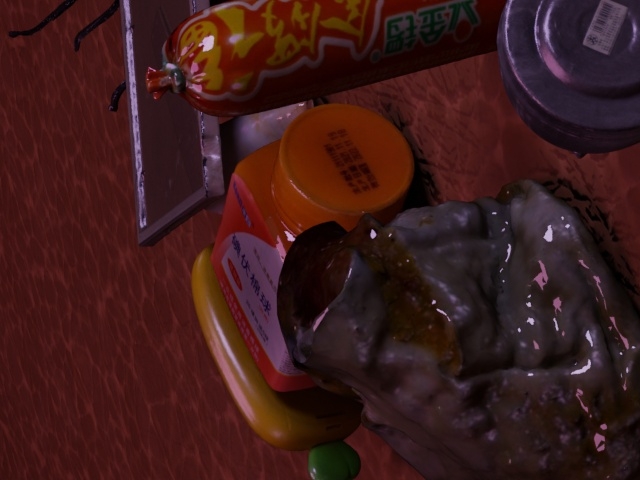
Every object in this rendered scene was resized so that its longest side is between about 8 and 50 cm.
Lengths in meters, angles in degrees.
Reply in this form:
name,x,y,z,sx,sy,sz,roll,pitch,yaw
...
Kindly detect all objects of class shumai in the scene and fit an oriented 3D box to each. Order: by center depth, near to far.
name,x,y,z,sx,sy,sz,roll,pitch,yaw
shumai,0.083,0.104,1.201,0.222,0.203,0.272,-14,95,69

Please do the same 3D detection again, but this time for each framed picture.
name,x,y,z,sx,sy,sz,roll,pitch,yaw
framed picture,-0.130,-0.157,1.572,0.211,0.020,0.290,150,117,-67

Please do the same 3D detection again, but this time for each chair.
name,x,y,z,sx,sy,sz,roll,pitch,yaw
chair,-0.208,-0.265,1.809,0.213,0.149,0.174,-49,43,13

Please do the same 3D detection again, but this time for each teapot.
name,x,y,z,sx,sy,sz,roll,pitch,yaw
teapot,0.141,-0.112,1.041,0.149,0.111,0.108,63,170,14

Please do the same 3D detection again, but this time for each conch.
name,x,y,z,sx,sy,sz,roll,pitch,yaw
conch,-0.062,-0.086,1.566,0.094,0.104,0.176,33,144,6

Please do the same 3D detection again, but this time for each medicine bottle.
name,x,y,z,sx,sy,sz,roll,pitch,yaw
medicine bottle,-0.001,0.000,1.444,0.149,0.112,0.222,63,156,27

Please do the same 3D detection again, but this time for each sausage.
name,x,y,z,sx,sy,sz,roll,pitch,yaw
sausage,0.012,-0.124,1.134,0.083,0.264,0.083,42,141,47

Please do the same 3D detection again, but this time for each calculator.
name,x,y,z,sx,sy,sz,roll,pitch,yaw
calculator,-0.030,0.100,1.555,0.032,0.146,0.235,-41,70,32

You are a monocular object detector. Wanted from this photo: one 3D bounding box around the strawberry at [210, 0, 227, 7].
name,x,y,z,sx,sy,sz,roll,pitch,yaw
strawberry,-0.105,-0.235,1.632,0.152,0.048,0.104,-138,33,-60
